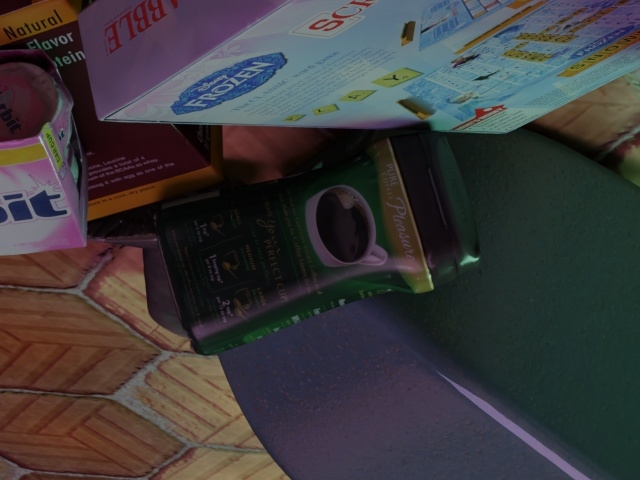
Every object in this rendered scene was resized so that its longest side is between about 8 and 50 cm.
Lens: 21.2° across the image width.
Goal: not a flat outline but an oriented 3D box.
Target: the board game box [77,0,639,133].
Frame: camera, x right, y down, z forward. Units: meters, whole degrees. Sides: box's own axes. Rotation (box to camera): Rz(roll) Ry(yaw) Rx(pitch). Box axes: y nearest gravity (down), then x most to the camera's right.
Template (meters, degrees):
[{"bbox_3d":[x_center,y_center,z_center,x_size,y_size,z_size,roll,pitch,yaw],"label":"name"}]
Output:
[{"bbox_3d":[0.096,-0.141,0.868,0.318,0.065,0.319,-2,163,-44],"label":"board game box"}]

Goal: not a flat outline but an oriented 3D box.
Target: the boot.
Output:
[{"bbox_3d":[-0.129,0.008,1.317,0.190,0.076,0.208,13,162,2],"label":"boot"}]

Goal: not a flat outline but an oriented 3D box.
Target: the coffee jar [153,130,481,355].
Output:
[{"bbox_3d":[0.000,0.000,1.022,0.184,0.096,0.079,-16,174,3],"label":"coffee jar"}]

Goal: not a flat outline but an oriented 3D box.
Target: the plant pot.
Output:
[{"bbox_3d":[0.076,0.053,1.188,0.252,0.247,0.247,36,143,-19],"label":"plant pot"}]

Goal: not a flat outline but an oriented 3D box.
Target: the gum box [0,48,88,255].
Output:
[{"bbox_3d":[-0.219,-0.040,0.926,0.188,0.062,0.107,-6,149,3],"label":"gum box"}]

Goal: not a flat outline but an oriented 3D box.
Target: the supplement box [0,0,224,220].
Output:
[{"bbox_3d":[-0.183,-0.110,1.003,0.191,0.129,0.194,-15,147,18],"label":"supplement box"}]
